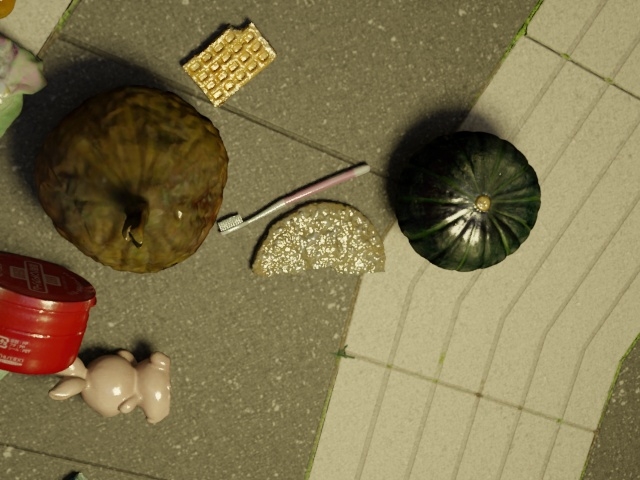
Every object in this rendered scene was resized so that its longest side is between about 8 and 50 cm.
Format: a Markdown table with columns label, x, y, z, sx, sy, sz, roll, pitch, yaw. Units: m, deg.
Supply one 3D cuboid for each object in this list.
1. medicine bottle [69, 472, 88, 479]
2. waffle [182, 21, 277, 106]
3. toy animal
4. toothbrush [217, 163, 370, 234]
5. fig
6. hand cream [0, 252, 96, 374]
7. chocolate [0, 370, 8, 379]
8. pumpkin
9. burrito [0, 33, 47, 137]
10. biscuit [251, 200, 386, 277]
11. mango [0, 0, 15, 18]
| label | x | y | z | sx | sy | sz | roll | pitch | yaw |
| --- | --- | --- | --- | --- | --- | --- | --- | --- | --- |
| medicine bottle | -0.478 | 0.477 | 1.464 | 0.191 | 0.051 | 0.051 | -36 | 115 | -7 |
| waffle | -0.144 | -0.287 | 1.364 | 0.135 | 0.021 | 0.092 | -43 | 115 | -3 |
| toy animal | -0.353 | 0.235 | 1.406 | 0.212 | 0.124 | 0.124 | 9 | 103 | -22 |
| toothbrush | -0.044 | -0.076 | 1.468 | 0.286 | 0.020 | 0.025 | -24 | 106 | -12 |
| fig | -0.256 | -0.054 | 1.215 | 0.286 | 0.368 | 0.286 | -7 | 118 | -13 |
| hand cream | -0.445 | 0.109 | 1.286 | 0.193 | 0.193 | 0.125 | 16 | 102 | -24 |
| chocolate | -0.598 | 0.252 | 1.327 | 0.291 | 0.110 | 0.110 | -36 | 115 | -9 |
| pumpkin | 0.254 | -0.069 | 1.483 | 0.250 | 0.216 | 0.249 | 0 | 90 | 10 |
| burrito | -0.505 | -0.194 | 1.228 | 0.144 | 0.089 | 0.229 | 36 | 94 | -28 |
| biscuit | 0.004 | -0.003 | 1.502 | 0.250 | 0.032 | 0.133 | 0 | 105 | -19 |
| mango | -0.476 | -0.365 | 1.198 | 0.080 | 0.060 | 0.114 | -41 | 114 | -22 |
